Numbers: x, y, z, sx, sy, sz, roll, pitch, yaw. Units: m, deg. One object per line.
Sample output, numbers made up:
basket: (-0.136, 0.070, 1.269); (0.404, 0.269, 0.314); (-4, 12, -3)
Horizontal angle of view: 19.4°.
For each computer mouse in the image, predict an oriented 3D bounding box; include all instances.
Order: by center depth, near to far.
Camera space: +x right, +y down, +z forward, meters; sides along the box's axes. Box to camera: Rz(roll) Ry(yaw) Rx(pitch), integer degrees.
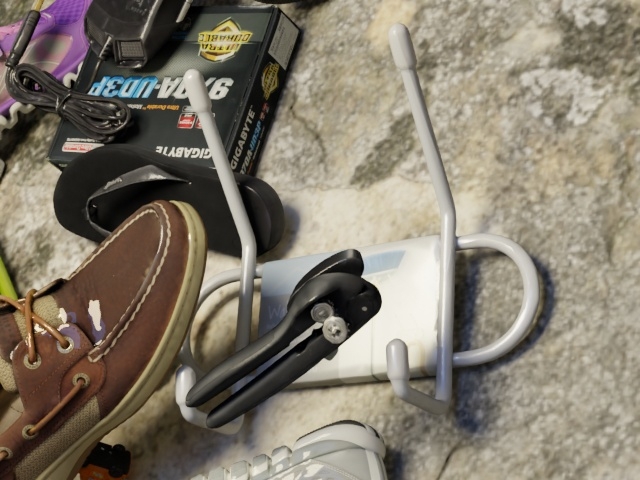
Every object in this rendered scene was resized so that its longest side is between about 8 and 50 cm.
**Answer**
computer mouse: (-0.200, -0.226, 1.809); (0.184, 0.060, 0.262); (19, 86, 35)

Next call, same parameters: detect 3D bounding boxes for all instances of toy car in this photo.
toy car: (-0.187, 0.223, 1.617); (0.040, 0.060, 0.122); (-62, 33, 33)

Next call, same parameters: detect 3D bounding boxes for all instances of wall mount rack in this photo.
wall mount rack: (0.000, 0.000, 1.550); (0.350, 0.130, 0.304); (-9, 68, 29)

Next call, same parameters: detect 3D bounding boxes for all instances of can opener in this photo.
can opener: (-0.027, 0.085, 1.448); (0.186, 0.059, 0.073); (-44, 7, 17)

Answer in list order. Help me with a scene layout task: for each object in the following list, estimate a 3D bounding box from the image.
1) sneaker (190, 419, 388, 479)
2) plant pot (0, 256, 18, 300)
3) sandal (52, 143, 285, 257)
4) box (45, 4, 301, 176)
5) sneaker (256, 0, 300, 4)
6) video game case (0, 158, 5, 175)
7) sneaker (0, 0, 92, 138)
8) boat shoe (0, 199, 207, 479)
sneaker: (-0.042, 0.243, 1.488); (0.229, 0.086, 0.132); (-28, 55, 17)
plant pot: (-0.414, 0.079, 1.711); (0.207, 0.227, 0.228); (-33, 61, 10)
sandal: (-0.151, -0.034, 1.703); (0.255, 0.054, 0.097); (4, 112, 35)
box: (-0.140, -0.138, 1.789); (0.220, 0.051, 0.175); (5, 67, 35)
sneaker: (0.015, -0.347, 1.783); (0.281, 0.106, 0.162); (-35, 44, -1)
video game case: (-0.504, 0.029, 1.949); (0.329, 0.036, 0.300); (8, 69, 37)
sneaker: (-0.317, -0.182, 1.880); (0.236, 0.104, 0.095); (-42, 42, -13)
boat shoe: (-0.224, 0.100, 1.540); (0.342, 0.123, 0.123); (-51, 40, 17)
